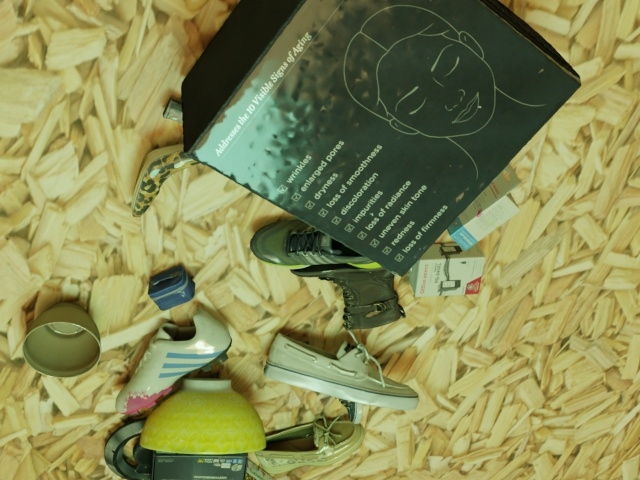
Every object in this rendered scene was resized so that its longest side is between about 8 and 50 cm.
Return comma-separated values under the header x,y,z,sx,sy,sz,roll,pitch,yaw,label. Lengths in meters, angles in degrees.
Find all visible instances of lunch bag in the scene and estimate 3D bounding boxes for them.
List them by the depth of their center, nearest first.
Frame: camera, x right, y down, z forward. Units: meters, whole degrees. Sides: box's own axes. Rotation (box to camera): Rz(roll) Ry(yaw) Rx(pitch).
x,y,z,sx,sy,sz,roll,pitch,yaw,label
-0.324,0.100,1.836,0.099,0.067,0.065,-22,126,9,lunch bag

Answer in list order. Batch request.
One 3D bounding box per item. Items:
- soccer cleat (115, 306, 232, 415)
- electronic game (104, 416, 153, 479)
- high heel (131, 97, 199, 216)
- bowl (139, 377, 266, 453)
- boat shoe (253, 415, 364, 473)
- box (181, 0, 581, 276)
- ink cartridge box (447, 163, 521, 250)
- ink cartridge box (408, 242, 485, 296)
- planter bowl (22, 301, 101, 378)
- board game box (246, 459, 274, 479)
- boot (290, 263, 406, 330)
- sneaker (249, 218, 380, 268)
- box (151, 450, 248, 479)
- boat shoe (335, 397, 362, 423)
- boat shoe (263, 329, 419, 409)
x,y,z,sx,sy,sz,roll,pitch,yaw,label
-0.356,0.267,1.942,0.331,0.116,0.143,-33,108,13,soccer cleat
-0.424,0.526,2.145,0.229,0.048,0.229,-7,126,-10,electronic game
-0.251,-0.129,1.661,0.186,0.093,0.261,20,114,-19,high heel
-0.268,0.400,1.991,0.290,0.289,0.155,3,84,-11,bowl
-0.030,0.513,2.164,0.285,0.104,0.089,-21,129,7,boat shoe
0.084,-0.271,1.480,0.472,0.297,0.480,29,114,-28,box
0.345,-0.075,1.791,0.181,0.104,0.061,-38,123,18,ink cartridge box
0.280,0.065,1.910,0.151,0.063,0.109,-3,127,-7,ink cartridge box
-0.552,0.202,1.848,0.162,0.109,0.162,-5,127,-6,planter bowl
-0.298,0.678,2.274,0.305,0.053,0.193,-34,123,16,board game box
0.064,0.117,1.900,0.263,0.091,0.228,-3,131,-3,boot
0.000,0.000,1.743,0.300,0.111,0.121,-2,172,9,sneaker
-0.303,0.581,2.137,0.233,0.059,0.183,4,124,-10,box
0.058,0.376,2.107,0.083,0.065,0.183,-4,119,-6,boat shoe
0.062,0.284,1.988,0.367,0.136,0.156,15,87,1,boat shoe
